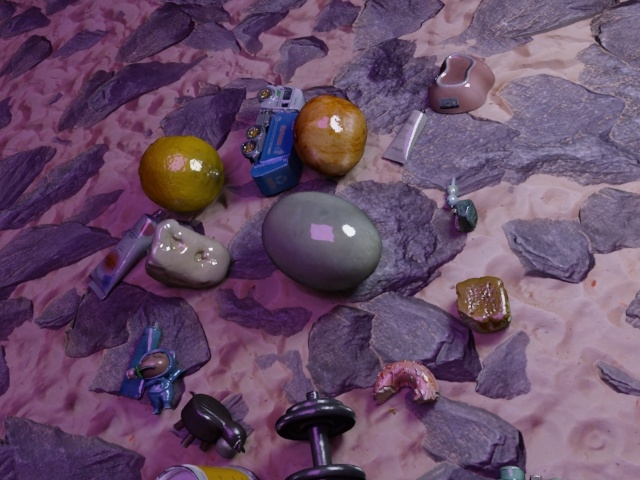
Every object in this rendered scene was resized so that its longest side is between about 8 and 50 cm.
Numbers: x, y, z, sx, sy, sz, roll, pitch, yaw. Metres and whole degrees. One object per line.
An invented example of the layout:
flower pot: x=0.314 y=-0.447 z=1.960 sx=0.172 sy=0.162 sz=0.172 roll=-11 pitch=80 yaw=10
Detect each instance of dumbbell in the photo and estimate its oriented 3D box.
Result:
dumbbell: x=-0.002 y=0.483 z=1.520 sx=0.192 sy=0.192 sz=0.289 roll=-18 pitch=55 yaw=12

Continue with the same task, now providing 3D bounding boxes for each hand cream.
hand cream: x=-0.624 y=0.031 z=2.152 sx=0.340 sy=0.078 sz=0.124 roll=-49 pitch=55 yaw=-6
hand cream: x=-0.512 y=0.343 z=1.923 sx=0.083 sy=0.048 sz=0.224 roll=7 pitch=69 yaw=27
hand cream: x=0.265 y=-0.318 z=2.007 sx=0.087 sy=0.054 sz=0.186 roll=23 pitch=77 yaw=37

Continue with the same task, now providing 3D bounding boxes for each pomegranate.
pomegranate: x=0.031 y=-0.313 z=1.994 sx=0.249 sy=0.248 sz=0.248 roll=-11 pitch=56 yaw=17

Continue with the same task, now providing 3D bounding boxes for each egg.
egg: x=0.000 y=0.000 z=1.786 sx=0.352 sy=0.258 sz=0.258 roll=28 pitch=73 yaw=33

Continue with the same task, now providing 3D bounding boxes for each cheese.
cheese: x=-0.416 y=0.054 z=2.004 sx=0.248 sy=0.252 sz=0.173 roll=-13 pitch=61 yaw=60

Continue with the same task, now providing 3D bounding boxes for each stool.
stool: x=-0.278 y=0.480 z=1.690 sx=0.217 sy=0.125 sz=0.121 roll=38 pitch=97 yaw=17

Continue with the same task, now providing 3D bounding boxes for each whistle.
whistle: x=0.367 y=-0.132 z=1.852 sx=0.035 sy=0.035 sz=0.100 roll=-3 pitch=57 yaw=21

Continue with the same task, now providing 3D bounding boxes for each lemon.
lemon: x=-0.447 y=-0.214 z=2.122 sx=0.320 sy=0.245 sz=0.245 roll=8 pitch=63 yaw=32

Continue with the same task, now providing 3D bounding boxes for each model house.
model house: x=0.382 y=-0.075 z=1.779 sx=0.066 sy=0.083 sz=0.078 roll=-2 pitch=60 yaw=24

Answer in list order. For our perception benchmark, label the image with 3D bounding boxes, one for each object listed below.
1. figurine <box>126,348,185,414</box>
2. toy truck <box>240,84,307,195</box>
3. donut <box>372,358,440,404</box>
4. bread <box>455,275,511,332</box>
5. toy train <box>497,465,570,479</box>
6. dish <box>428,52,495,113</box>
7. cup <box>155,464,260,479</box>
figurine: x=-0.448 y=0.376 z=1.813 sx=0.114 sy=0.144 sz=0.178 roll=-20 pitch=65 yaw=15
toy truck: x=-0.137 y=-0.323 z=2.122 sx=0.175 sy=0.146 sz=0.367 roll=3 pitch=63 yaw=17
donut: x=0.204 y=0.336 z=1.604 sx=0.166 sy=0.065 sz=0.116 roll=-5 pitch=59 yaw=19
bread: x=0.398 y=0.157 z=1.634 sx=0.128 sy=0.069 sz=0.140 roll=-15 pitch=54 yaw=15
toy train: x=0.434 y=0.598 z=1.301 sx=0.222 sy=0.150 sz=0.304 roll=-2 pitch=57 yaw=10
dish: x=0.416 y=-0.490 z=2.023 sx=0.214 sy=0.090 sz=0.213 roll=-11 pitch=57 yaw=16
cup: x=-0.252 y=0.595 z=1.503 sx=0.197 sy=0.279 sz=0.196 roll=-10 pitch=62 yaw=20
